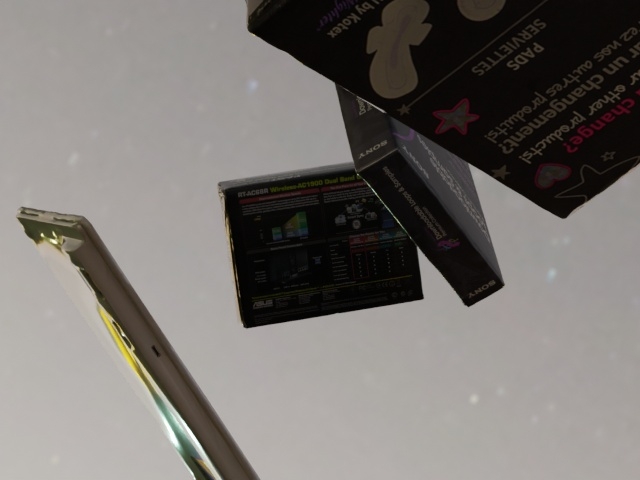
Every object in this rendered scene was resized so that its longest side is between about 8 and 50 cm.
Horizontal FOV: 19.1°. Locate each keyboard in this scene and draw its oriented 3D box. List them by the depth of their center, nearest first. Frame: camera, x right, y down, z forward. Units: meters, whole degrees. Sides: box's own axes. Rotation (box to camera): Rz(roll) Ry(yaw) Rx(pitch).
[{"bbox_3d":[-0.033,0.093,0.714,0.256,0.014,0.072,58,-15,-19],"label":"keyboard"}]

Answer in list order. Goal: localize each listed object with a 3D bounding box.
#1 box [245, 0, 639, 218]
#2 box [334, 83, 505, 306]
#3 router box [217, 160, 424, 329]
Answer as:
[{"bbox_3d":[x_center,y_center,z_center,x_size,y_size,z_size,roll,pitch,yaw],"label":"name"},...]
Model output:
[{"bbox_3d":[0.073,-0.161,0.604,0.142,0.247,0.163,28,-50,-31],"label":"box"},{"bbox_3d":[0.048,-0.055,1.026,0.029,0.162,0.116,-29,-51,16],"label":"box"},{"bbox_3d":[0.000,0.000,1.217,0.122,0.092,0.038,-9,11,-8],"label":"router box"}]
